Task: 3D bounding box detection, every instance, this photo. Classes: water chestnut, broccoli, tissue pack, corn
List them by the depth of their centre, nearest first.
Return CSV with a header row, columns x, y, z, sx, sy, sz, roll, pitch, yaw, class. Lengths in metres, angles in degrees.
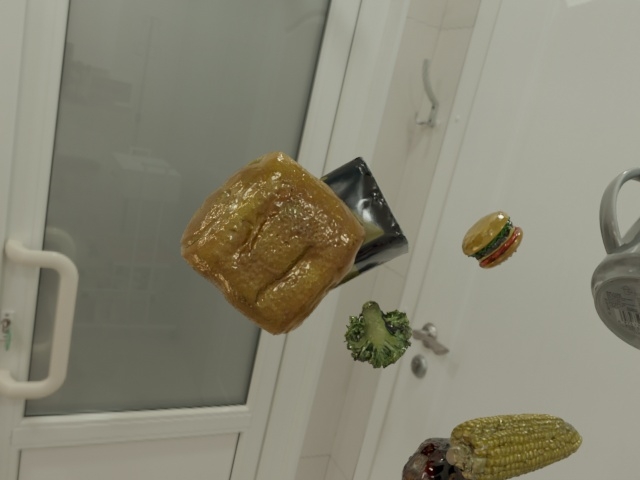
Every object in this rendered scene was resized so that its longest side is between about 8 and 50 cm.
x,y,z,sx,sy,sz,roll,pitch,yaw,class
0.421,0.444,1.142,0.347,0.130,0.130,1,16,-26,corn
0.000,0.000,1.430,0.417,0.264,0.253,-27,-16,5,tissue pack
0.388,0.718,1.553,0.289,0.244,0.289,36,26,-21,water chestnut
0.198,0.306,1.885,0.243,0.272,0.180,-18,19,5,broccoli

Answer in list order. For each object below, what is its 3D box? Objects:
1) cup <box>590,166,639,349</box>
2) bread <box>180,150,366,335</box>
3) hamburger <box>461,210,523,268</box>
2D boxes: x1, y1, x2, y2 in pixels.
x,y,z,sx,sy,sz,roll,pitch,yaw,class
0.671,0.017,1.010,0.327,0.237,0.323,-39,77,-23,cup
-0.091,0.000,1.109,0.337,0.328,0.148,45,-3,-10,bread
0.454,-0.001,1.387,0.115,0.162,0.162,43,12,-4,hamburger
